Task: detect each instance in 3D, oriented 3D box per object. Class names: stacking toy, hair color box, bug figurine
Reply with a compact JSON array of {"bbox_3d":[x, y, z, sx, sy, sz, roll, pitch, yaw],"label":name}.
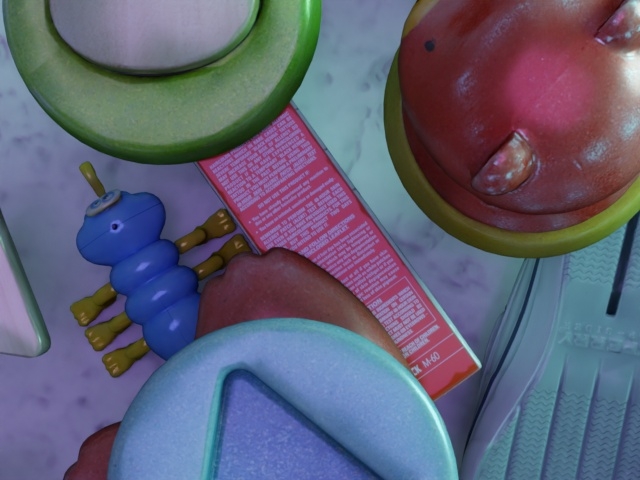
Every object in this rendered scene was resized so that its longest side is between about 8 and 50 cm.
[{"bbox_3d":[-0.030,-0.008,0.718,0.279,0.130,0.309,29,91,2],"label":"stacking toy"},{"bbox_3d":[0.000,0.000,0.829,0.053,0.093,0.167,-34,88,1],"label":"hair color box"},{"bbox_3d":[-0.126,0.110,0.839,0.279,0.072,0.216,-35,89,0],"label":"bug figurine"}]

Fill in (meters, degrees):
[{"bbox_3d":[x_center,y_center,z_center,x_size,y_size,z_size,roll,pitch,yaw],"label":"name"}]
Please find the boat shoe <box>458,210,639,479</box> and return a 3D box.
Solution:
[{"bbox_3d":[0.115,0.059,0.837,0.083,0.076,0.226,18,101,-6],"label":"boat shoe"}]
